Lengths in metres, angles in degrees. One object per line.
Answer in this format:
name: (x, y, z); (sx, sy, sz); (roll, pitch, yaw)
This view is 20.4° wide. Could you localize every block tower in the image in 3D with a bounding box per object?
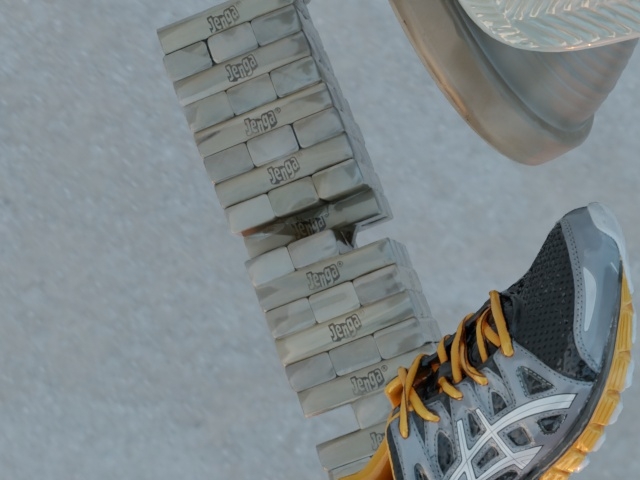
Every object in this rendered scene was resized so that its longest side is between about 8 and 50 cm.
block tower: (0.000, 0.000, 1.100); (0.097, 0.091, 0.335); (-21, 84, 8)

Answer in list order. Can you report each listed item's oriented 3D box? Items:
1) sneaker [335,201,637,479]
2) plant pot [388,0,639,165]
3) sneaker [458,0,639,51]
sneaker: (0.071, 0.073, 0.784); (0.083, 0.084, 0.214); (19, 118, -12)
plant pot: (0.125, -0.172, 1.052); (0.110, 0.237, 0.237); (-26, 132, 25)
sneaker: (0.233, -0.183, 0.845); (0.131, 0.350, 0.148); (66, 33, -48)
